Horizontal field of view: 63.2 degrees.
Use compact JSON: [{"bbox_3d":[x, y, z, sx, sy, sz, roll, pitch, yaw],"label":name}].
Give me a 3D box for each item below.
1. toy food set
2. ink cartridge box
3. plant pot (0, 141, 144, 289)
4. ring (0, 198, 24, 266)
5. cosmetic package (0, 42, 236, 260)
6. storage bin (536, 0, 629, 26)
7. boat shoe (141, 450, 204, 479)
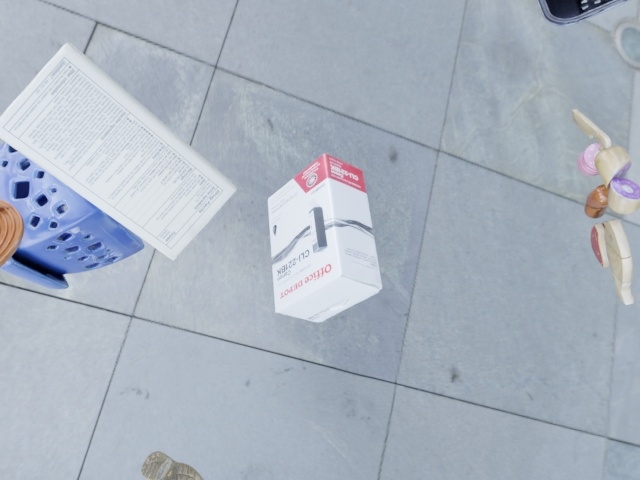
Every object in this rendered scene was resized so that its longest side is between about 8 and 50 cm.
[{"bbox_3d":[0.195,-0.026,0.350,0.019,0.078,0.122,-16,120,13],"label":"toy food set"},{"bbox_3d":[0.000,0.000,1.039,0.114,0.197,0.273,17,53,-38],"label":"ink cartridge box"},{"bbox_3d":[-0.512,-0.051,0.989,0.212,0.236,0.236,-34,75,-8],"label":"plant pot"},{"bbox_3d":[-0.558,0.012,0.648,0.336,0.337,0.032,-13,126,-19],"label":"ring"},{"bbox_3d":[-0.301,-0.130,0.795,0.160,0.113,0.309,-47,120,0],"label":"cosmetic package"},{"bbox_3d":[0.217,-0.241,0.333,0.122,0.180,0.084,34,49,-44],"label":"storage bin"},{"bbox_3d":[-0.255,0.446,0.953,0.064,0.177,0.060,-54,135,-27],"label":"boat shoe"}]
